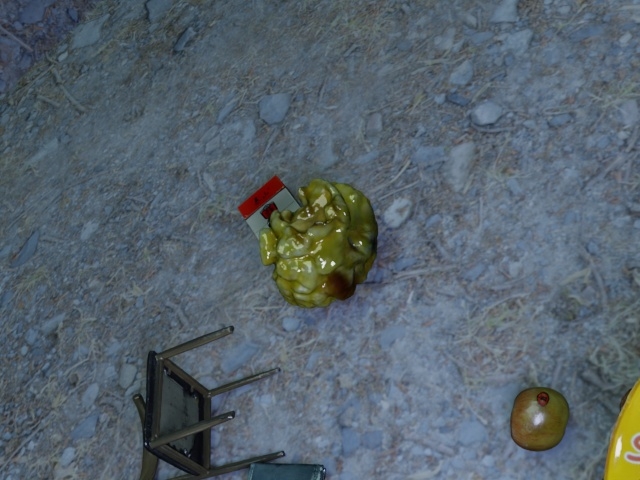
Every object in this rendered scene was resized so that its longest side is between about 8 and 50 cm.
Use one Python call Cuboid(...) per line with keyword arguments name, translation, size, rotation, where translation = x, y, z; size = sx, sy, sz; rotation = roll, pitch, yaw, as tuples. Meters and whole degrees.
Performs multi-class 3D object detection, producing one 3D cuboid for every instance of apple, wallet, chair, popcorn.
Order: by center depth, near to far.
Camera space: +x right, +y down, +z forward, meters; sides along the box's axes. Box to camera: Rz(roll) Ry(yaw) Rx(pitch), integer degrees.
Cuboid(name="apple", translation=(0.282, 0.230, 1.094), size=(0.071, 0.084, 0.084), rotation=(8, 60, 19))
Cuboid(name="wallet", translation=(-0.054, 0.373, 1.250), size=(0.129, 0.026, 0.088), rotation=(-7, 57, 29))
Cuboid(name="chair", translation=(-0.215, 0.277, 1.336), size=(0.272, 0.166, 0.188), rotation=(-23, 46, 18))
Cuboid(name="popcorn", translation=(0.000, 0.002, 1.391), size=(0.169, 0.189, 0.218), rotation=(9, 64, 36))

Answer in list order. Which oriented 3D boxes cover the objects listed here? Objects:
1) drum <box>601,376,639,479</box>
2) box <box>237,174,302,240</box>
Cuboid(name="drum", translation=(0.473, 0.230, 0.744), size=(0.431, 0.214, 0.431), rotation=(-3, 83, 28))
Cuboid(name="box", translation=(-0.083, -0.044, 1.591), size=(0.100, 0.048, 0.152), rotation=(-38, 45, 1))
